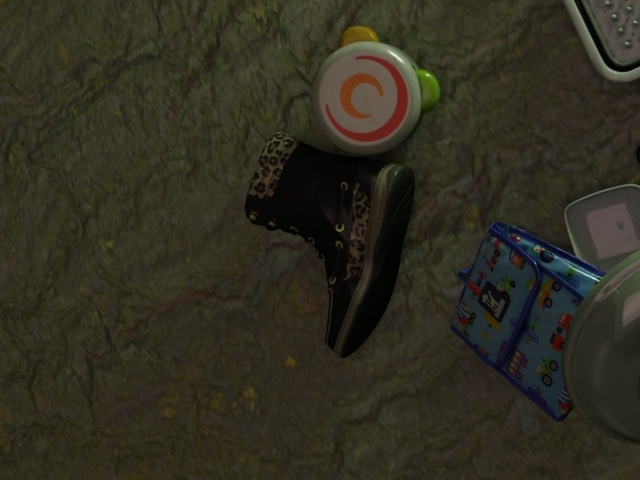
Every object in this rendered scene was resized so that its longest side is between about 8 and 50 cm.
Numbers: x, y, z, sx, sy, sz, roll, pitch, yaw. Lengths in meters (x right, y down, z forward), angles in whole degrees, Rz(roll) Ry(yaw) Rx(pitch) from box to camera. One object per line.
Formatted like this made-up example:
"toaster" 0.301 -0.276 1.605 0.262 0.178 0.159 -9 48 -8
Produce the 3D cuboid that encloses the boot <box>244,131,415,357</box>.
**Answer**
"boot" 0.000 0.000 1.709 0.284 0.138 0.377 24 116 25

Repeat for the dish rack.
"dish rack" 0.543 -0.429 1.444 0.333 0.072 0.285 -26 88 24

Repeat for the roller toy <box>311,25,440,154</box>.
"roller toy" 0.086 -0.251 1.627 0.209 0.146 0.191 36 106 4

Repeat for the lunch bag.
"lunch bag" 0.355 0.118 1.569 0.293 0.138 0.221 36 126 35

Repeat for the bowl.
"bowl" 0.487 -0.016 1.536 0.142 0.053 0.142 -18 90 27

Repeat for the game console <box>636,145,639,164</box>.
"game console" 0.644 -0.024 1.475 0.213 0.044 0.361 -31 85 23

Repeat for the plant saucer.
"plant saucer" 0.569 0.175 1.390 0.400 0.100 0.400 -3 119 -6
